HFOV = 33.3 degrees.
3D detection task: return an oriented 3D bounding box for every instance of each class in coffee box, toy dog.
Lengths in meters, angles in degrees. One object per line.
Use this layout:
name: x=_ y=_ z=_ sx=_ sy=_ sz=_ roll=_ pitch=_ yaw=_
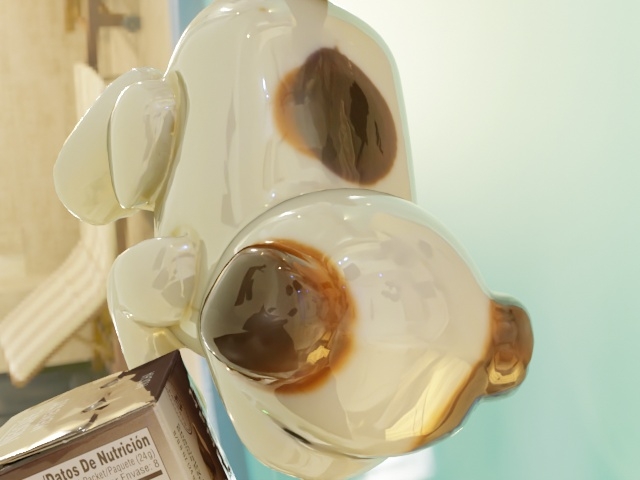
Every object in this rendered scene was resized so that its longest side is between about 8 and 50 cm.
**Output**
coffee box: x=-0.079 y=0.226 z=0.592 sx=0.168 sy=0.119 sz=0.297 roll=-138 pitch=25 yaw=-86
toy dog: x=0.000 y=0.000 z=0.823 sx=0.395 sy=0.285 sz=0.408 roll=-53 pitch=35 yaw=24
